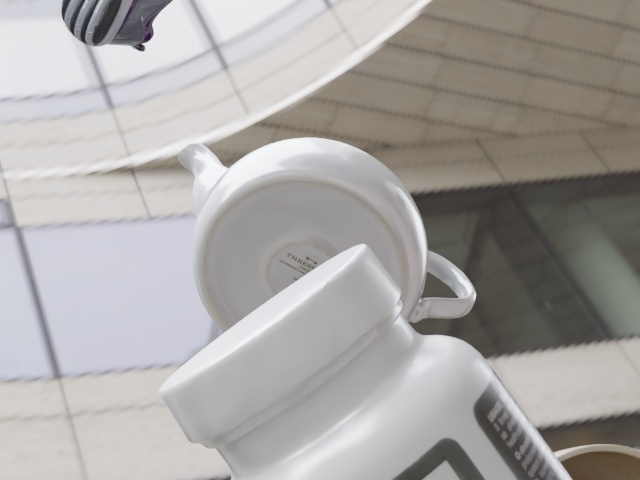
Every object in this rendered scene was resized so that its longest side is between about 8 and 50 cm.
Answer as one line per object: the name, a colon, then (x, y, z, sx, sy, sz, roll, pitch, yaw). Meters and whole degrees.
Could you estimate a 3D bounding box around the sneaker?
sneaker: (-0.141, -0.268, 1.256, 0.224, 0.083, 0.098, -57, -25, 15)

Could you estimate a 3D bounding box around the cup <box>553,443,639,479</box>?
cup: (0.298, 0.425, 1.856, 0.331, 0.237, 0.331, 3, -97, -24)

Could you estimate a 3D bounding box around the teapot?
teapot: (0.000, 0.000, 1.479, 0.252, 0.187, 0.256, -18, -72, 16)

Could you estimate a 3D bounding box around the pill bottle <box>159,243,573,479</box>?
pill bottle: (0.067, 0.196, 0.971, 0.210, 0.210, 0.363, -35, -87, 8)
